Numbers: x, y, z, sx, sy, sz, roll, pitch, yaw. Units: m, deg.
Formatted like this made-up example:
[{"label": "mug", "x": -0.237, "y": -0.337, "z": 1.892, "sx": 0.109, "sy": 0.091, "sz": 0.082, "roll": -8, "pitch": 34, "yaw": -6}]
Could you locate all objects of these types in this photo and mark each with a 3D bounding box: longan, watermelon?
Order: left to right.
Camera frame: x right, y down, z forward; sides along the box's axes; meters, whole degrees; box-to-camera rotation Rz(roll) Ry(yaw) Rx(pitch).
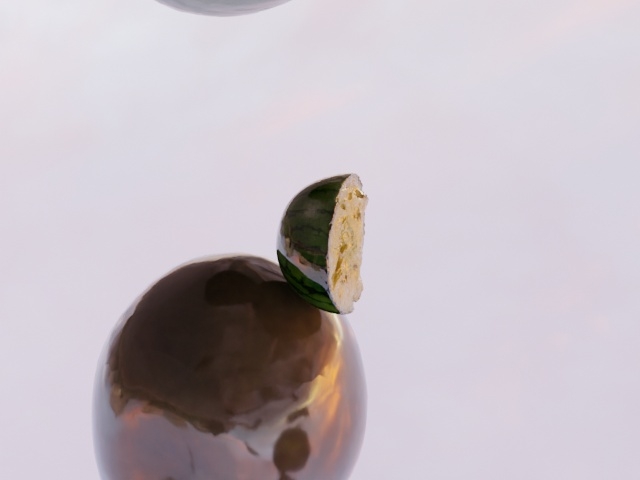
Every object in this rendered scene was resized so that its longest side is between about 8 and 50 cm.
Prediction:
[{"label": "longan", "x": -0.072, "y": 0.133, "z": 1.410, "sx": 0.248, "sy": 0.248, "sz": 0.248, "roll": -3, "pitch": -156, "yaw": 1}, {"label": "watermelon", "x": 0.000, "y": 0.000, "z": 1.348, "sx": 0.062, "sy": 0.105, "sz": 0.105, "roll": 6, "pitch": -155, "yaw": 17}]

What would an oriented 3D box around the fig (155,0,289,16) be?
[{"label": "fig", "x": -0.044, "y": -0.331, "z": 1.368, "sx": 0.316, "sy": 0.316, "sz": 0.316, "roll": -3, "pitch": -156, "yaw": 1}]
